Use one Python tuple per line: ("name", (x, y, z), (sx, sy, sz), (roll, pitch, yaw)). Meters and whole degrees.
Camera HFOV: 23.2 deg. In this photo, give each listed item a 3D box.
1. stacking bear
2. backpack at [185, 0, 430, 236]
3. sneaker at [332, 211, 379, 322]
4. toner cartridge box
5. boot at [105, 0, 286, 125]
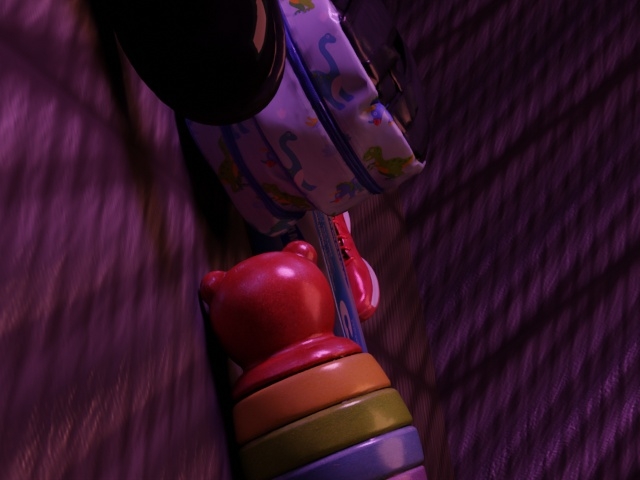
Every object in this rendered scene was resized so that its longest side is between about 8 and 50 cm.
("stacking bear", (-0.006, 0.147, 1.331), (0.164, 0.175, 0.289), (74, -7, -80))
("backpack", (-0.011, -0.153, 1.547), (0.290, 0.273, 0.355), (65, -8, -23))
("sneaker", (0.000, 0.000, 1.968), (0.128, 0.087, 0.221), (55, 8, -47))
("toner cartridge box", (0.005, 0.118, 1.725), (0.165, 0.075, 0.348), (-41, 116, -83))
("boot", (-0.137, -0.264, 1.163), (0.260, 0.131, 0.348), (71, -5, -83))
